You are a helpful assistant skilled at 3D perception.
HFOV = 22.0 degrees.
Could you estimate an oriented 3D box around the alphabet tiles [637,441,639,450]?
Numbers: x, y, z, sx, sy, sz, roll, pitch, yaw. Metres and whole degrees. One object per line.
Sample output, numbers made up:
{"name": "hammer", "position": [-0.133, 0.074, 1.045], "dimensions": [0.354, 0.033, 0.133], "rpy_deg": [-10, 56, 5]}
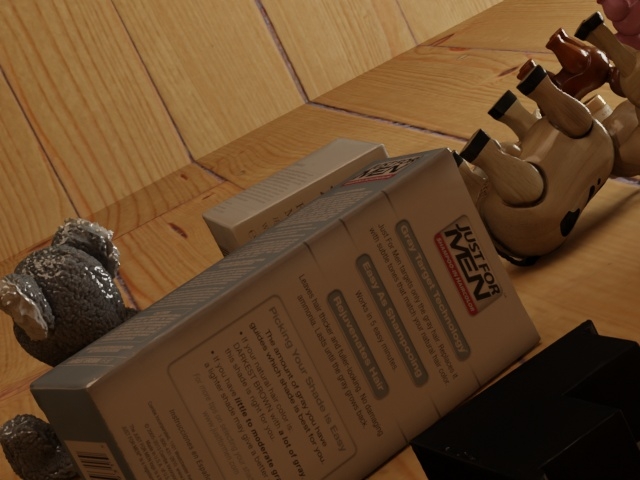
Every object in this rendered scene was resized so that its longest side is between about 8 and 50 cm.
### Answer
{"name": "alphabet tiles", "position": [0.322, 0.076, 1.099], "dimensions": [0.343, 0.011, 0.285], "rpy_deg": [-20, 14, 25]}

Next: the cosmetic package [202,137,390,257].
{"name": "cosmetic package", "position": [0.000, 0.000, 1.729], "dimensions": [0.184, 0.151, 0.151], "rpy_deg": [-30, 13, -11]}

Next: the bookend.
{"name": "bookend", "position": [0.164, 0.125, 1.023], "dimensions": [0.157, 0.072, 0.156], "rpy_deg": [-32, 15, -20]}

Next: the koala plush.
{"name": "koala plush", "position": [-0.231, 0.097, 1.637], "dimensions": [0.203, 0.221, 0.196], "rpy_deg": [-18, 15, 33]}

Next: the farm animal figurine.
{"name": "farm animal figurine", "position": [0.262, -0.104, 1.592], "dimensions": [0.327, 0.172, 0.330], "rpy_deg": [-47, 2, -8]}

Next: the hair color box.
{"name": "hair color box", "position": [-0.018, 0.095, 1.299], "dimensions": [0.374, 0.185, 0.114], "rpy_deg": [-33, 13, -29]}

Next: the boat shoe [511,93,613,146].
{"name": "boat shoe", "position": [0.268, -0.129, 1.928], "dimensions": [0.170, 0.059, 0.063], "rpy_deg": [-19, 15, 32]}
